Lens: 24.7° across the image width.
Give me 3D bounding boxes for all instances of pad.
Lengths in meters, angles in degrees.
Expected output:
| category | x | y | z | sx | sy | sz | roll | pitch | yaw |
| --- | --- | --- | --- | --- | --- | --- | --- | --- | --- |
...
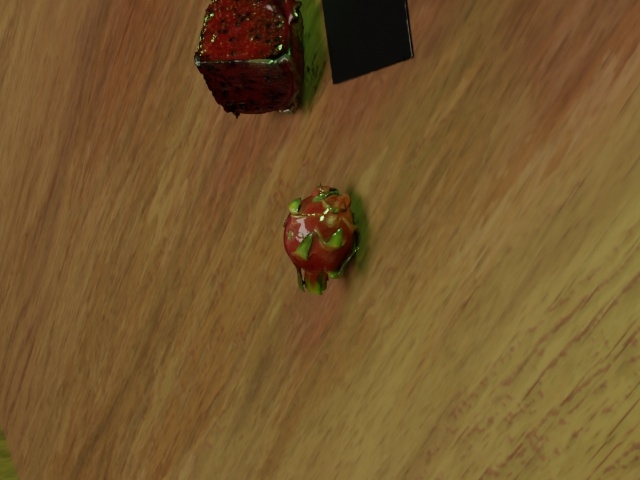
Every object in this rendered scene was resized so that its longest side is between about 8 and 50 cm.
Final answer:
| category | x | y | z | sx | sy | sz | roll | pitch | yaw |
| --- | --- | --- | --- | --- | --- | --- | --- | --- | --- |
| pad | 0.037 | -0.294 | 1.521 | 0.164 | 0.004 | 0.243 | -8 | 90 | 60 |

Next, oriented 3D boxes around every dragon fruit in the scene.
| category | x | y | z | sx | sy | sz | roll | pitch | yaw |
| --- | --- | --- | --- | --- | --- | --- | --- | --- | --- |
| dragon fruit | -0.062 | -0.230 | 1.649 | 0.127 | 0.121 | 0.161 | 54 | -137 | -64 |
| dragon fruit | -0.001 | 0.000 | 1.582 | 0.086 | 0.081 | 0.116 | 44 | 133 | 34 |
